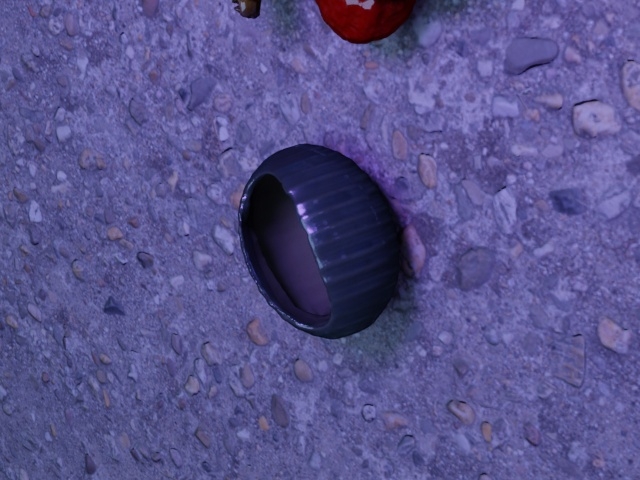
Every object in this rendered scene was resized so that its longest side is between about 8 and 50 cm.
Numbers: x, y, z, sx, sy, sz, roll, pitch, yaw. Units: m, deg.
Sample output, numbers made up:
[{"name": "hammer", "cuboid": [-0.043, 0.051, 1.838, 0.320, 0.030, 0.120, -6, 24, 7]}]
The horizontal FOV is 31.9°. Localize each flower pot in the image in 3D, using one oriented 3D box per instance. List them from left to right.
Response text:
[{"name": "flower pot", "cuboid": [0.000, 0.000, 1.379, 0.189, 0.157, 0.243, -18, 95, 46]}]

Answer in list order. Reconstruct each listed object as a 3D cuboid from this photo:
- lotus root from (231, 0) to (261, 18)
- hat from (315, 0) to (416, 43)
[{"name": "lotus root", "cuboid": [-0.085, -0.427, 1.272, 0.151, 0.169, 0.343, 21, 119, 34]}, {"name": "hat", "cuboid": [0.044, -0.337, 1.158, 0.274, 0.242, 0.332, 30, 141, 14]}]
